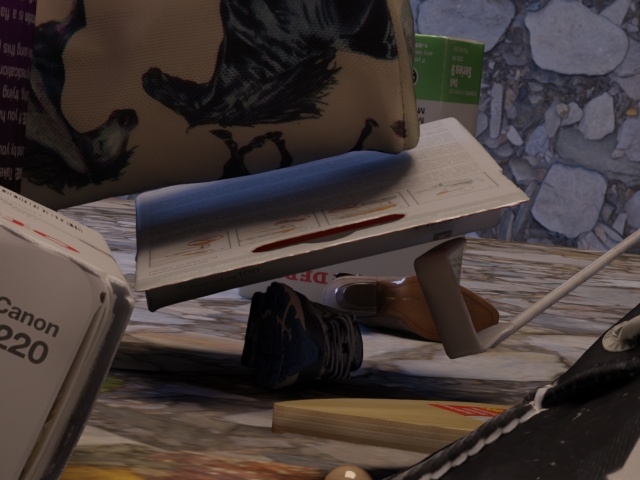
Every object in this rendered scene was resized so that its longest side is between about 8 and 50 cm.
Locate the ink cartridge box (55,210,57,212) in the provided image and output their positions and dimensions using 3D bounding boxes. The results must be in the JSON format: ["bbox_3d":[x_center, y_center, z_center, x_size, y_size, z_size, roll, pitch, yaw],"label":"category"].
[{"bbox_3d":[-0.189,-0.009,1.157,0.062,0.109,0.209,6,2,-8],"label":"ink cartridge box"}]

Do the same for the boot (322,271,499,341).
[{"bbox_3d":[0.060,0.044,1.312,0.118,0.042,0.087,13,-5,2],"label":"boot"}]

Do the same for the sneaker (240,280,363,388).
[{"bbox_3d":[-0.004,0.048,0.981,0.058,0.052,0.135,9,3,-8],"label":"sneaker"}]

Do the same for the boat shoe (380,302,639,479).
[{"bbox_3d":[0.103,0.047,0.455,0.301,0.102,0.108,-5,18,-40],"label":"boat shoe"}]

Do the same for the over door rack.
[{"bbox_3d":[0.237,0.015,1.016,0.239,0.108,0.324,-17,-5,37],"label":"over door rack"}]

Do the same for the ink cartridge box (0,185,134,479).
[{"bbox_3d":[-0.148,0.012,0.597,0.159,0.092,0.218,25,-2,-9],"label":"ink cartridge box"}]

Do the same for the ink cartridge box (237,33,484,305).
[{"bbox_3d":[0.030,-0.053,1.466,0.154,0.212,0.093,8,7,21],"label":"ink cartridge box"}]

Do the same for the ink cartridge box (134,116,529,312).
[{"bbox_3d":[0.000,0.000,0.980,0.189,0.066,0.232,-14,17,-2],"label":"ink cartridge box"}]

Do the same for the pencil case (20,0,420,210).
[{"bbox_3d":[-0.157,-0.099,0.969,0.410,0.160,0.183,-9,-40,-5],"label":"pencil case"}]

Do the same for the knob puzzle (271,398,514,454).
[{"bbox_3d":[0.078,0.078,0.685,0.213,0.030,0.213,5,-1,0],"label":"knob puzzle"}]

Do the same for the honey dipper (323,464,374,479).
[{"bbox_3d":[0.073,0.085,0.599,0.161,0.030,0.030,5,2,26],"label":"honey dipper"}]

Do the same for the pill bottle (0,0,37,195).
[{"bbox_3d":[-0.206,-0.100,0.789,0.182,0.322,0.181,6,3,0],"label":"pill bottle"}]
